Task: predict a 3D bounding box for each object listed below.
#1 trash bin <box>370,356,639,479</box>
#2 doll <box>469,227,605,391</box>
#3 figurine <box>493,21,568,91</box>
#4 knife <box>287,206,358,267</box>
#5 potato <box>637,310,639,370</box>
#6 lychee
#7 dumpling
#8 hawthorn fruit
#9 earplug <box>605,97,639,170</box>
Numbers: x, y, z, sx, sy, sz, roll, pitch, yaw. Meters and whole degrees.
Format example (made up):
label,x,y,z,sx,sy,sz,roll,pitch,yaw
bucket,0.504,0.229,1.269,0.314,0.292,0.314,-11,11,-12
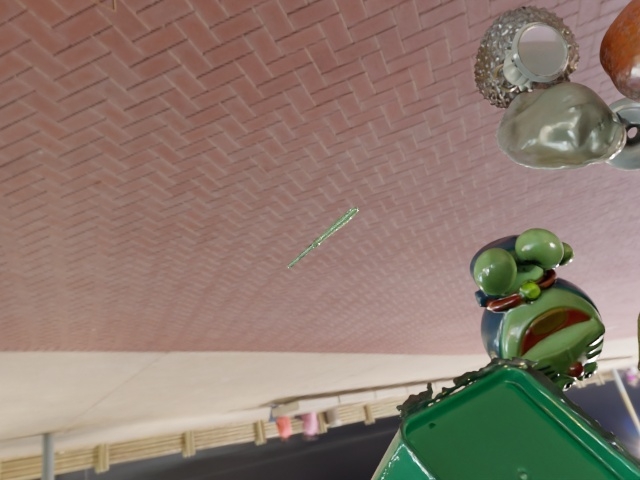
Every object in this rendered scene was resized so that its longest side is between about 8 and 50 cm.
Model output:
label,x,y,z,sx,sy,sz,roll,pitch,yaw
trash bin,0.174,0.338,0.535,0.295,0.259,0.381,-14,132,-31
doll,0.369,0.123,0.862,0.198,0.322,0.186,-23,-168,2
figurine,0.444,-0.385,1.093,0.132,0.132,0.154,-9,177,-9
knife,-0.001,-0.001,1.157,0.293,0.020,0.043,-40,-174,47
potato,0.668,0.080,0.727,0.213,0.280,0.330,23,154,5
lychee,0.572,-0.512,1.411,0.300,0.300,0.300,-11,157,-5
dumpling,0.515,-0.230,1.075,0.163,0.293,0.204,23,113,-37
hawthorn fruit,0.632,-0.357,0.875,0.235,0.263,0.231,20,-156,21
earplug,0.969,-0.307,1.438,0.326,0.175,0.214,6,114,10
